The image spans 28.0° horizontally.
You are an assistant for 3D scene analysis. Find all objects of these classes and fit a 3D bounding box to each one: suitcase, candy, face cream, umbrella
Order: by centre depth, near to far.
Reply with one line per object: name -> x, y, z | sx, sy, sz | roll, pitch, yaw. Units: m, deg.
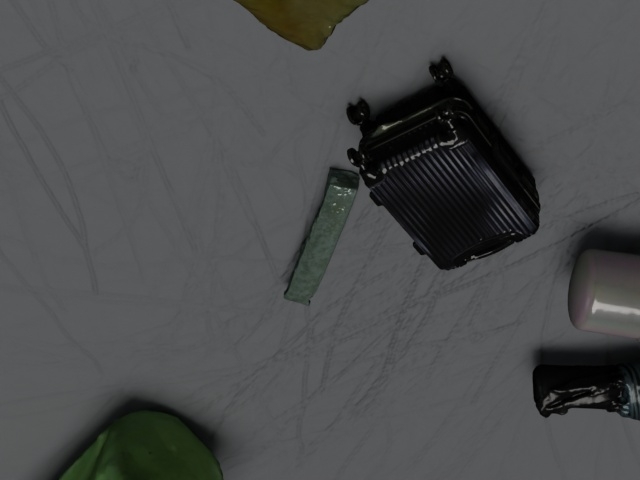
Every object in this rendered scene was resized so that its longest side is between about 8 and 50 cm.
suitcase -> 0.081, -0.043, 0.817 | 0.086, 0.059, 0.126 | -24, 130, 25
face cream -> 0.302, 0.051, 0.874 | 0.269, 0.082, 0.082 | 8, 134, -5
umbrella -> 0.283, 0.109, 0.953 | 0.250, 0.053, 0.052 | 2, 126, 4
candy -> -0.203, 0.284, 1.094 | 0.132, 0.142, 0.343 | 35, 127, -10

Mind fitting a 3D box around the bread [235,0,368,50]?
bread -> -0.040, -0.223, 0.566 | 0.252, 0.239, 0.196 | 31, 167, -19

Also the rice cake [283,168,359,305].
rice cake -> 0.000, 0.000, 0.888 | 0.022, 0.022, 0.121 | 17, 131, -5
